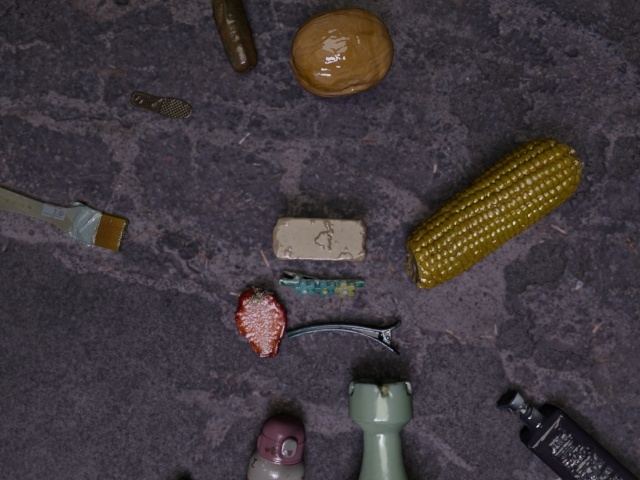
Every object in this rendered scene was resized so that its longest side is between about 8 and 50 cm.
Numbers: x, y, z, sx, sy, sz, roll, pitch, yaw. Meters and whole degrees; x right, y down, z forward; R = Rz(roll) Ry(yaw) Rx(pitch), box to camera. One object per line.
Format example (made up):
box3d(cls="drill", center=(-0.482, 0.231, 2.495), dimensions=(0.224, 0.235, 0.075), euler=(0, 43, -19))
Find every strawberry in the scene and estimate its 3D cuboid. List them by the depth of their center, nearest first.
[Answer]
box3d(cls="strawberry", center=(-0.119, 0.161, 0.913), dimensions=(0.104, 0.048, 0.152), euler=(-6, 101, -5))

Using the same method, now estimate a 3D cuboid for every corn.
box3d(cls="corn", center=(0.320, -0.057, 0.861), dimensions=(0.387, 0.144, 0.144), euler=(-34, 87, -1))

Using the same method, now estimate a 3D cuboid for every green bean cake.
box3d(cls="green bean cake", center=(0.000, 0.000, 0.883), dimensions=(0.179, 0.109, 0.085), euler=(2, 88, 2))

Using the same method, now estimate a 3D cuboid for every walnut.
box3d(cls="walnut", center=(0.039, -0.357, 0.869), dimensions=(0.197, 0.165, 0.165), euler=(-16, 87, 4))

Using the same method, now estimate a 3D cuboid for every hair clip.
box3d(cls="hair clip", center=(0.046, 0.184, 0.915), dimensions=(0.230, 0.039, 0.070), euler=(4, 87, 7))
box3d(cls="hair clip", center=(0.002, 0.092, 0.917), dimensions=(0.173, 0.049, 0.049), euler=(5, 88, 1))

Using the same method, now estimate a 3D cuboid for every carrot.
box3d(cls="carrot", center=(-0.197, -0.510, 0.935), dimensions=(0.070, 0.070, 0.342), euler=(-15, 86, 1))

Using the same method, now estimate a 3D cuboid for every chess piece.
box3d(cls="chess piece", center=(0.114, 0.411, 0.837), dimensions=(0.195, 0.194, 0.299), euler=(-2, 78, 2))

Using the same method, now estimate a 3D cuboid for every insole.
box3d(cls="insole", center=(-0.336, -0.286, 0.958), dimensions=(0.135, 0.002, 0.045), euler=(16, 88, 3))

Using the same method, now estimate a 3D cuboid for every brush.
box3d(cls="brush", center=(-0.567, -0.057, 0.946), dimensions=(0.337, 0.020, 0.085), euler=(16, 88, 2))

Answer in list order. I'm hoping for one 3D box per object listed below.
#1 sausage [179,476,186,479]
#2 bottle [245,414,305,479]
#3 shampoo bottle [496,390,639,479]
box3d(cls="sausage", center=(-0.224, 0.596, 0.881), dimensions=(0.083, 0.083, 0.264), euler=(-34, 88, 0))
box3d(cls="bottle", center=(-0.088, 0.454, 0.867), dimensions=(0.110, 0.110, 0.233), euler=(12, 88, 2))
box3d(cls="shampoo bottle", center=(0.479, 0.406, 0.870), dimensions=(0.309, 0.071, 0.098), euler=(43, 90, 3))
